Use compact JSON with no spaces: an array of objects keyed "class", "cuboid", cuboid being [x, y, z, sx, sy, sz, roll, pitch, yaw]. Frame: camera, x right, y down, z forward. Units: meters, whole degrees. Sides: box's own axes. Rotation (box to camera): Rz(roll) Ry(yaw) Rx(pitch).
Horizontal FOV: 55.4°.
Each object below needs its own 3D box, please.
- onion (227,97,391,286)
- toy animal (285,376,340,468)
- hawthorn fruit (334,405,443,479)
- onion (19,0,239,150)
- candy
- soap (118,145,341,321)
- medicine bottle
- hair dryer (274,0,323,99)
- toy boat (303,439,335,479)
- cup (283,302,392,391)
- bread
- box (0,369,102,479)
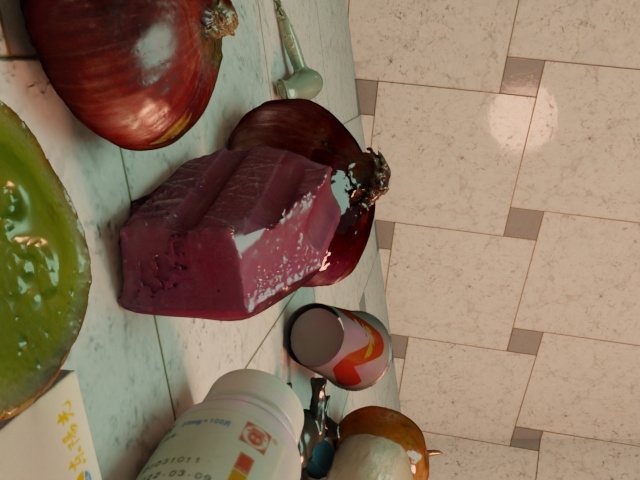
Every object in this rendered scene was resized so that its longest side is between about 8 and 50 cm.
[{"class":"onion","cuboid":[0.002,-0.090,1.058,0.348,0.285,0.347,29,55,-54]},{"class":"toy animal","cuboid":[-0.039,0.347,1.178,0.245,0.115,0.146,-24,104,-54]},{"class":"hawthorn fruit","cuboid":[0.185,0.583,1.642,0.277,0.298,0.277,178,-90,-89]},{"class":"onion","cuboid":[-0.181,-0.211,0.599,0.248,0.161,0.248,44,34,-41]},{"class":"candy","cuboid":[0.084,0.625,1.286,0.386,0.186,0.427,84,29,-47]},{"class":"soap","cuboid":[-0.097,-0.027,0.765,0.325,0.220,0.127,-71,162,-62]},{"class":"medicine bottle","cuboid":[-0.112,0.276,0.683,0.293,0.170,0.170,-61,145,-66]},{"class":"hair dryer","cuboid":[-0.073,-0.426,1.373,0.206,0.075,0.237,-48,125,-64]},{"class":"toy boat","cuboid":[-0.020,0.470,1.310,0.185,0.077,0.075,55,33,-50]},{"class":"cup","cuboid":[0.035,0.231,1.368,0.288,0.203,0.203,38,49,-64]},{"class":"bread","cuboid":[-0.238,0.008,0.379,0.236,0.070,0.236,-10,90,-78]},{"class":"box","cuboid":[-0.219,0.290,0.433,0.200,0.065,0.343,-52,137,-71]}]
